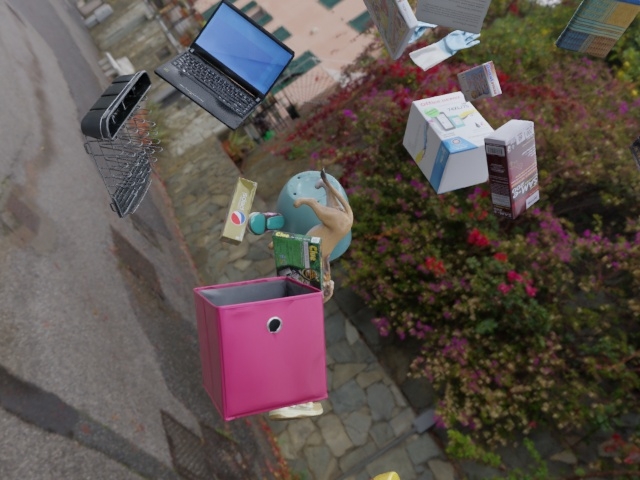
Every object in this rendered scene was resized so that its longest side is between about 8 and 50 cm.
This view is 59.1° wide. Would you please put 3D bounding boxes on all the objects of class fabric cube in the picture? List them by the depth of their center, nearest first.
[{"bbox_3d":[-0.149,0.242,1.355,0.259,0.254,0.257,-168,-106,-66],"label":"fabric cube"}]

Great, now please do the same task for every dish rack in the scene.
[{"bbox_3d":[-0.394,-0.188,1.169,0.271,0.074,0.208,87,12,-44],"label":"dish rack"}]

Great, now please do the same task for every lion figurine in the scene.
[{"bbox_3d":[0.000,0.000,1.743,0.240,0.392,0.142,36,26,14],"label":"lion figurine"}]

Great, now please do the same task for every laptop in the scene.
[{"bbox_3d":[-0.229,-0.441,1.401,0.234,0.136,0.264,36,41,-6],"label":"laptop"}]

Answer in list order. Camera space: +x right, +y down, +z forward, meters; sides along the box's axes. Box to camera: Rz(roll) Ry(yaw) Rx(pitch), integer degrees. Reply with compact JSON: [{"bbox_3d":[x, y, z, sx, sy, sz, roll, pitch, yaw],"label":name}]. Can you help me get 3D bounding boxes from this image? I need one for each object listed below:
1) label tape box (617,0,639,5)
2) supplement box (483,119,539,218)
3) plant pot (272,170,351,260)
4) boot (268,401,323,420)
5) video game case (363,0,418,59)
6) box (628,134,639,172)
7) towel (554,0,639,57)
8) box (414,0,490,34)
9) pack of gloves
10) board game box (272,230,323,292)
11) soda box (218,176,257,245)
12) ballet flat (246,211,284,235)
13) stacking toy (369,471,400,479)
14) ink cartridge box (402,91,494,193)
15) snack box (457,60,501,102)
[{"bbox_3d":[0.619,-0.607,1.157,0.241,0.333,0.105,26,-39,24],"label":"label tape box"},{"bbox_3d":[0.530,-0.195,1.555,0.073,0.130,0.239,23,-41,48],"label":"supplement box"},{"bbox_3d":[-0.026,-0.102,2.007,0.293,0.293,0.235,55,-26,36],"label":"plant pot"},{"bbox_3d":[-0.087,0.482,1.855,0.262,0.095,0.203,19,56,-53],"label":"boot"},{"bbox_3d":[0.136,-0.518,1.224,0.206,0.026,0.227,63,-1,-2],"label":"video game case"},{"bbox_3d":[0.817,-0.174,1.290,0.183,0.056,0.230,94,-12,-64],"label":"box"},{"bbox_3d":[0.777,-0.650,1.440,0.272,0.370,0.040,-6,48,-39],"label":"towel"},{"bbox_3d":[0.359,-0.663,1.481,0.182,0.180,0.119,16,-27,6],"label":"box"},{"bbox_3d":[0.356,-0.634,1.713,0.195,0.232,0.046,57,-10,28],"label":"pack of gloves"},{"bbox_3d":[-0.061,0.081,1.608,0.259,0.136,0.030,89,17,-46],"label":"board game box"},{"bbox_3d":[-0.231,-0.082,1.586,0.058,0.181,0.061,17,-18,-16],"label":"soda box"},{"bbox_3d":[-0.201,-0.059,1.841,0.222,0.079,0.076,-12,110,-63],"label":"ballet flat"},{"bbox_3d":[0.066,0.521,0.820,0.279,0.131,0.308,62,27,-48],"label":"stacking toy"},{"bbox_3d":[0.440,-0.336,1.929,0.197,0.198,0.270,94,-25,-51],"label":"ink cartridge box"},{"bbox_3d":[0.317,-0.317,1.140,0.178,0.022,0.064,-100,171,-79],"label":"snack box"}]
